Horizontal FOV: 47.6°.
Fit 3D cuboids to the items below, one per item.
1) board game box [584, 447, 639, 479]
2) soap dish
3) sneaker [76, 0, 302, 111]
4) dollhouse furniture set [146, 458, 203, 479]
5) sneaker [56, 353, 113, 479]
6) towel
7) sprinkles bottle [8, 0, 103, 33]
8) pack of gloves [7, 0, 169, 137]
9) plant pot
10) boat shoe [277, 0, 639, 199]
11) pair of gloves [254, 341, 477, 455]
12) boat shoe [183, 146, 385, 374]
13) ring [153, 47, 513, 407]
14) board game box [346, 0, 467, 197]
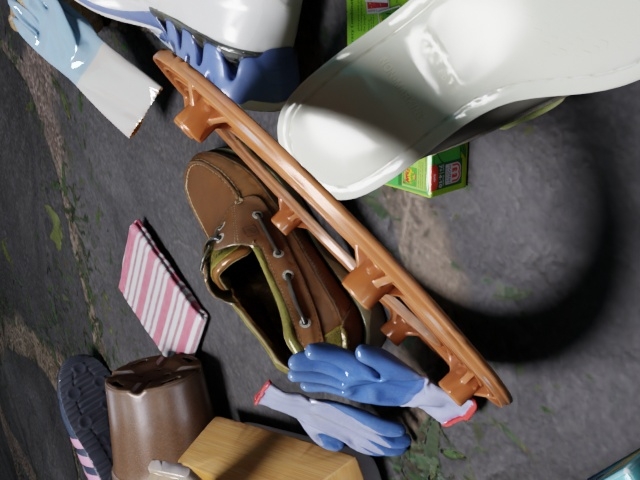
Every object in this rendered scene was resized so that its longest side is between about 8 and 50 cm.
[{"bbox_3d":[0.245,0.325,0.468,0.336,0.079,0.254,55,140,22],"label":"board game box"},{"bbox_3d":[-0.041,0.333,0.813,0.290,0.118,0.229,-6,100,54],"label":"soap dish"},{"bbox_3d":[-0.116,-0.272,0.665,0.315,0.127,0.182,37,127,23],"label":"sneaker"},{"bbox_3d":[-0.034,0.377,0.668,0.303,0.198,0.286,6,136,20],"label":"dollhouse furniture set"},{"bbox_3d":[-0.398,0.365,1.298,0.131,0.112,0.319,-41,70,48],"label":"sneaker"},{"bbox_3d":[-0.224,0.083,1.031,0.197,0.029,0.144,50,138,24],"label":"towel"},{"bbox_3d":[-0.328,-0.431,0.875,0.121,0.121,0.356,37,131,39],"label":"sprinkles bottle"},{"bbox_3d":[-0.250,-0.270,0.848,0.232,0.046,0.195,43,116,2],"label":"pack of gloves"},{"bbox_3d":[-0.206,0.247,0.954,0.167,0.167,0.165,9,110,51],"label":"plant pot"},{"bbox_3d":[0.109,-0.122,0.426,0.305,0.091,0.109,-26,99,33],"label":"boat shoe"},{"bbox_3d":[0.029,0.146,0.633,0.198,0.159,0.023,128,161,-51],"label":"pair of gloves"},{"bbox_3d":[-0.067,0.008,0.724,0.307,0.104,0.111,44,135,33],"label":"boat shoe"},{"bbox_3d":[0.000,0.000,0.515,0.336,0.032,0.336,45,179,1],"label":"ring"},{"bbox_3d":[0.065,-0.132,0.546,0.092,0.043,0.181,22,120,47],"label":"board game box"}]
